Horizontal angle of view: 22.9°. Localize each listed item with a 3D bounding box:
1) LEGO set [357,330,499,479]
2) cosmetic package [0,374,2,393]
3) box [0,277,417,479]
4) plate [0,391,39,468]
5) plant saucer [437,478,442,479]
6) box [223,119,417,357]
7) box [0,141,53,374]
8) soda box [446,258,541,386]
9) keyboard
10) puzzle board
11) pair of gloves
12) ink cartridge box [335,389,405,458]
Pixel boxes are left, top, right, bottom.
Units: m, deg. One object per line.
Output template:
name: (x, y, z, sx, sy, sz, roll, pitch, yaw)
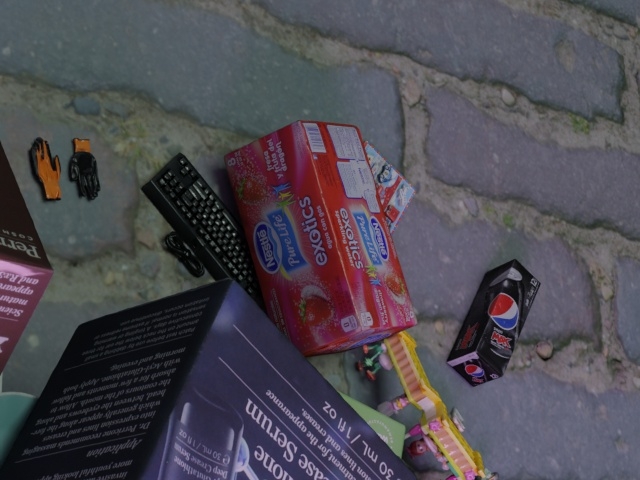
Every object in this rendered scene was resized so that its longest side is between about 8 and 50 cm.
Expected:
LEGO set: (0.100, 0.209, 1.893, 0.287, 0.107, 0.132, 59, 11, 2)
cosmetic package: (-0.477, 0.158, 1.355, 0.385, 0.156, 0.217, 11, 67, -39)
box: (-0.124, 0.284, 1.354, 0.293, 0.212, 0.395, 48, 44, -28)
plate: (-0.269, 0.227, 1.391, 0.188, 0.024, 0.188, 24, 58, -44)
plant saucer: (0.095, 0.370, 1.754, 0.045, 0.188, 0.188, 8, 71, 4)
box: (0.000, 0.000, 1.841, 0.128, 0.122, 0.257, -2, 72, -56)
box: (-0.389, -0.050, 1.405, 0.191, 0.143, 0.381, 15, 29, -35)
soda box: (0.225, 0.105, 2.045, 0.053, 0.060, 0.169, 42, 50, -18)
keyboard: (-0.131, -0.007, 1.817, 0.180, 0.023, 0.108, 51, 47, -10)
puzzle board: (0.068, -0.055, 2.016, 0.096, 0.011, 0.128, 45, 48, -17)
pair of gloves: (-0.278, -0.078, 1.730, 0.083, 0.010, 0.074, -2, 71, -44)
ink cartridge box: (-0.039, 0.331, 1.679, 0.207, 0.119, 0.353, 29, 55, -30)
